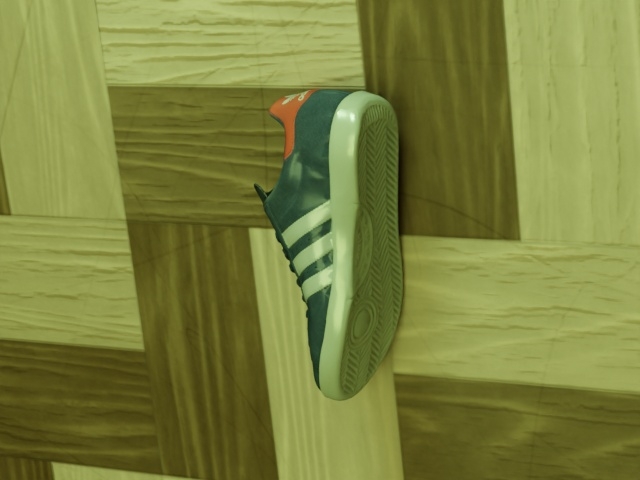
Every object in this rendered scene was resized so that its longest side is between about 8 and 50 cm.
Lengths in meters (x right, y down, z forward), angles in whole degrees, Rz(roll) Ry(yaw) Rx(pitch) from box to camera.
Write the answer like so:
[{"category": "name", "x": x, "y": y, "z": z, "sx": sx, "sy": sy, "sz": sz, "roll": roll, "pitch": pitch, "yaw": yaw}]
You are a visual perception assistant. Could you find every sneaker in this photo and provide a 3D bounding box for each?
[{"category": "sneaker", "x": 0.000, "y": 0.000, "z": 2.068, "sx": 0.148, "sy": 0.131, "sz": 0.350, "roll": 12, "pitch": 108, "yaw": 31}]
